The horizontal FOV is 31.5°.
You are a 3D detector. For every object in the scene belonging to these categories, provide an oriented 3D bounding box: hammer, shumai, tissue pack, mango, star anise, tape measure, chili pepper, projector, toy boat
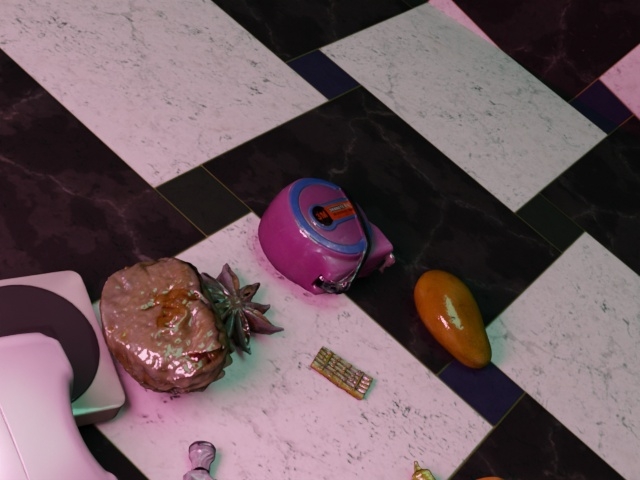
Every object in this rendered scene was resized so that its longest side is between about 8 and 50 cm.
[{"bbox_3d":[-0.019,0.433,1.837,0.427,0.044,0.152,16,41,-20],"label":"hammer"},{"bbox_3d":[-0.245,0.167,1.865,0.189,0.218,0.256,-19,52,-5],"label":"shumai"},{"bbox_3d":[-0.423,0.307,1.519,0.236,0.229,0.333,-18,74,-31],"label":"tissue pack"},{"bbox_3d":[0.269,0.158,2.294,0.136,0.099,0.227,-6,60,-47],"label":"mango"},{"bbox_3d":[-0.164,0.130,2.055,0.195,0.065,0.182,-18,64,-49],"label":"star anise"},{"bbox_3d":[0.000,0.000,2.248,0.231,0.149,0.245,-21,69,-49],"label":"tape measure"},{"bbox_3d":[0.235,0.465,1.979,0.208,0.043,0.049,39,1,2],"label":"chili pepper"},{"bbox_3d":[-0.466,0.182,1.769,0.259,0.079,0.257,-7,59,-34],"label":"projector"},{"bbox_3d":[0.040,0.245,2.102,0.115,0.016,0.063,33,38,1],"label":"toy boat"}]

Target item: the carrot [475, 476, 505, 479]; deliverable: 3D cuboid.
[{"bbox_3d":[0.290,0.538,1.839,0.139,0.138,0.302,10,46,-26],"label":"carrot"}]
